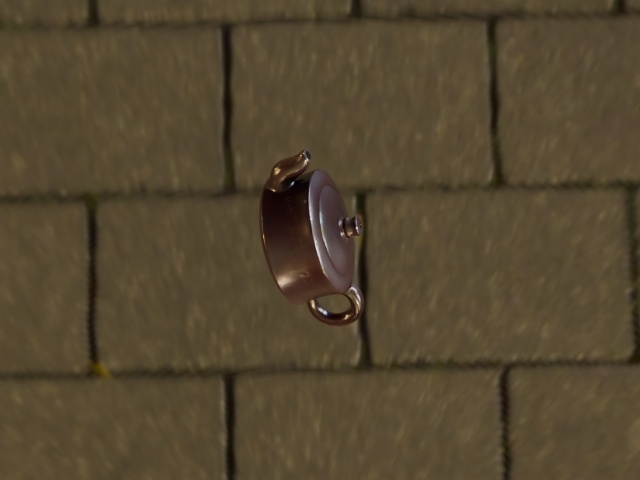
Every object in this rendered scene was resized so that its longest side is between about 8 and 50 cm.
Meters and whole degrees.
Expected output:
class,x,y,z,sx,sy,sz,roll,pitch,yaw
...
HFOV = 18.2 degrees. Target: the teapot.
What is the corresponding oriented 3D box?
class,x,y,z,sx,sy,sz,roll,pitch,yaw
teapot,0.000,0.000,0.985,0.045,0.068,0.100,-12,119,19
